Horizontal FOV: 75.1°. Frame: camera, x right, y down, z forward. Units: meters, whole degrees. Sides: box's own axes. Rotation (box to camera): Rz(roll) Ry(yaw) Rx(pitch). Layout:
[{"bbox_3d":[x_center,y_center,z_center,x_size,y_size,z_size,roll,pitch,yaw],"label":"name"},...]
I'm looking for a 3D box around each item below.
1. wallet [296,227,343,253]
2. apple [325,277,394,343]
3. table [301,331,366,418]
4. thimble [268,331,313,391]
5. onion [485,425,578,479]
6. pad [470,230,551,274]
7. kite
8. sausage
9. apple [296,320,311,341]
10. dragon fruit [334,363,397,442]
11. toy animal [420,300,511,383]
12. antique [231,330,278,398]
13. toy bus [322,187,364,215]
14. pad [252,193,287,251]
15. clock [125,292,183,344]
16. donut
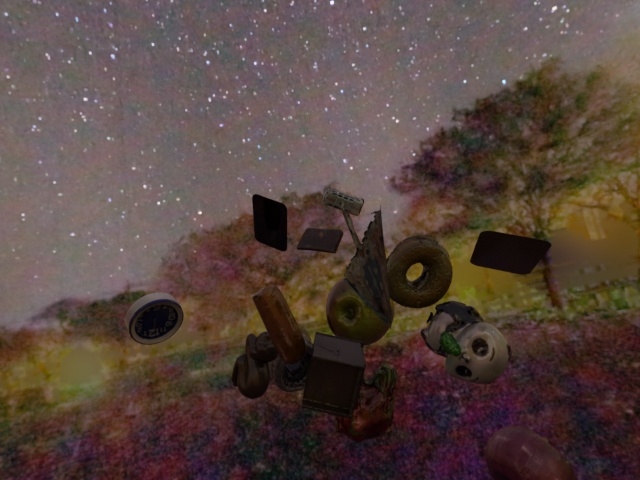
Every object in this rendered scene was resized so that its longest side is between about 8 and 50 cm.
[{"bbox_3d":[0.000,0.000,1.455,0.176,0.095,0.026,2,-31,42],"label":"wallet"},{"bbox_3d":[0.181,0.330,1.964,0.339,0.340,0.339,-12,-9,-2],"label":"apple"},{"bbox_3d":[0.046,0.410,1.286,0.172,0.169,0.193,12,8,1],"label":"table"},{"bbox_3d":[-0.124,0.488,1.726,0.217,0.246,0.157,-28,35,-25],"label":"thimble"},{"bbox_3d":[0.821,0.937,1.667,0.344,0.359,0.358,-4,-12,-30],"label":"onion"},{"bbox_3d":[0.528,0.039,1.181,0.175,0.002,0.266,12,-20,17],"label":"pad"},{"bbox_3d":[0.114,0.048,1.055,0.014,0.369,0.406,-12,-25,-16],"label":"kite"},{"bbox_3d":[-0.125,0.273,1.335,0.108,0.271,0.109,-23,9,4],"label":"sausage"},{"bbox_3d":[-0.168,0.546,2.225,0.264,0.265,0.264,-12,-9,-2],"label":"apple"},{"bbox_3d":[0.152,0.548,1.417,0.200,0.270,0.198,6,-12,14],"label":"dragon fruit"},{"bbox_3d":[0.464,0.331,1.338,0.212,0.213,0.267,-10,29,-16],"label":"toy animal"},{"bbox_3d":[-0.232,0.457,1.536,0.121,0.257,0.143,23,2,-43],"label":"antique"},{"bbox_3d":[0.101,-0.177,1.920,0.193,0.087,0.089,21,15,0],"label":"toy bus"},{"bbox_3d":[-0.224,-0.074,1.845,0.181,0.267,0.004,21,42,19],"label":"pad"},{"bbox_3d":[-0.720,0.338,1.810,0.230,0.231,0.083,-5,32,-42],"label":"clock"},{"bbox_3d":[0.347,0.118,1.475,0.271,0.272,0.107,-13,2,1],"label":"donut"}]
